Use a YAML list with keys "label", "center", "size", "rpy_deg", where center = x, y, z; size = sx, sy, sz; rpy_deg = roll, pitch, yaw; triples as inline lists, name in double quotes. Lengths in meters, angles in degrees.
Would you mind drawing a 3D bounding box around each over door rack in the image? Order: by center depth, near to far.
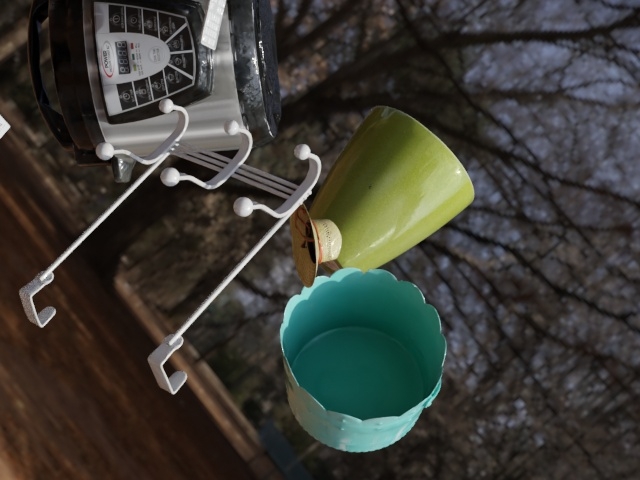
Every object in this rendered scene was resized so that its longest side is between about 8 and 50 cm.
- label: "over door rack"
  center: [-0.181, -0.015, 1.376]
  size: [0.239, 0.324, 0.108]
  rpy_deg: [22, -22, 32]

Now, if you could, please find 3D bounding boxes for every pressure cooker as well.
- label: "pressure cooker"
  center: [-0.292, -0.317, 2.038]
  size: [0.375, 0.420, 0.370]
  rpy_deg: [80, 7, -53]

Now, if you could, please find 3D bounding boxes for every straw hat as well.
- label: "straw hat"
  center: [0.000, 0.000, 1.879]
  size: [0.144, 0.061, 0.144]
  rpy_deg: [172, -90, -72]

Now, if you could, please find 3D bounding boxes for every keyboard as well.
- label: "keyboard"
  center: [-0.133, -0.400, 1.685]
  size: [0.014, 0.256, 0.072]
  rpy_deg: [13, 4, 4]

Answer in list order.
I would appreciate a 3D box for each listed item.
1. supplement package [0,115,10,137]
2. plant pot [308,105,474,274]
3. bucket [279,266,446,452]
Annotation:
- label: "supplement package"
  center: [-0.470, -0.150, 1.217]
  size: [0.194, 0.149, 0.203]
  rpy_deg: [31, -13, 22]
- label: "plant pot"
  center: [0.105, -0.066, 2.347]
  size: [0.275, 0.293, 0.275]
  rpy_deg: [40, -15, 13]
- label: "bucket"
  center: [0.065, 0.202, 1.952]
  size: [0.281, 0.281, 0.183]
  rpy_deg: [47, -23, 21]
